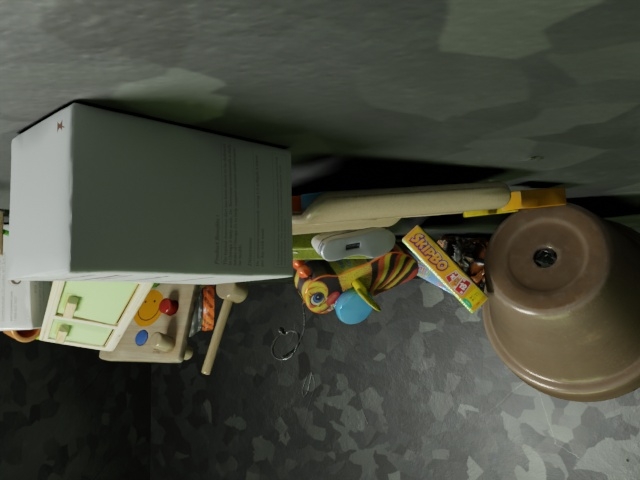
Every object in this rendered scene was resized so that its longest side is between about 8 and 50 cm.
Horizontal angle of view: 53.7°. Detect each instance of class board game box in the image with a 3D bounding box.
[{"bbox_3d":[0.171,0.033,0.889,0.039,0.124,0.259,-44,174,5],"label":"board game box"},{"bbox_3d":[0.241,0.064,1.302,0.160,0.039,0.211,30,-172,24],"label":"board game box"}]

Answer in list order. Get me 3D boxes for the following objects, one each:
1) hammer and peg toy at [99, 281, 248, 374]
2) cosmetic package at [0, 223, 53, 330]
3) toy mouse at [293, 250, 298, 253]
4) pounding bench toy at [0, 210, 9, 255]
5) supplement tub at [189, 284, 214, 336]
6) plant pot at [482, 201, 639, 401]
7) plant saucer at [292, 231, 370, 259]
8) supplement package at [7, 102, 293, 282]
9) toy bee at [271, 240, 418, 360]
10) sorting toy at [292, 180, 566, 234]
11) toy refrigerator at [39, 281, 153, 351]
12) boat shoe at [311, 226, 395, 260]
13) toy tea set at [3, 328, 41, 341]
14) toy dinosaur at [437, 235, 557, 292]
[{"bbox_3d":[-0.366,0.171,1.511,0.361,0.266,0.127,-3,155,28],"label":"hammer and peg toy"},{"bbox_3d":[-0.478,0.060,0.957,0.151,0.151,0.184,-1,175,-4],"label":"cosmetic package"},{"bbox_3d":[-0.082,0.001,0.819,0.161,0.031,0.143,-23,140,38],"label":"toy mouse"},{"bbox_3d":[-0.407,-0.009,0.786,0.083,0.052,0.065,2,173,-26],"label":"pounding bench toy"},{"bbox_3d":[-0.481,0.182,1.827,0.337,0.207,0.207,1,174,-14],"label":"supplement tub"},{"bbox_3d":[0.323,0.062,0.828,0.262,0.263,0.229,-5,155,30],"label":"plant pot"},{"bbox_3d":[0.000,0.000,0.967,0.188,0.045,0.188,-1,174,0],"label":"plant saucer"},{"bbox_3d":[-0.120,-0.022,0.467,0.179,0.105,0.105,6,171,-44],"label":"supplement package"},{"bbox_3d":[0.028,0.078,1.101,0.195,0.298,0.162,24,152,42],"label":"toy bee"},{"bbox_3d":[0.089,-0.041,0.676,0.307,0.041,0.229,-5,179,-23],"label":"sorting toy"},{"bbox_3d":[-0.279,0.058,0.785,0.102,0.094,0.269,14,150,-22],"label":"toy refrigerator"},{"bbox_3d":[0.036,0.001,0.695,0.100,0.035,0.035,-9,-152,-30],"label":"boat shoe"},{"bbox_3d":[-0.549,0.113,1.220,0.124,0.200,0.336,5,177,30],"label":"toy tea set"},{"bbox_3d":[0.358,0.050,1.158,0.321,0.165,0.218,-7,-168,-32],"label":"toy dinosaur"}]
